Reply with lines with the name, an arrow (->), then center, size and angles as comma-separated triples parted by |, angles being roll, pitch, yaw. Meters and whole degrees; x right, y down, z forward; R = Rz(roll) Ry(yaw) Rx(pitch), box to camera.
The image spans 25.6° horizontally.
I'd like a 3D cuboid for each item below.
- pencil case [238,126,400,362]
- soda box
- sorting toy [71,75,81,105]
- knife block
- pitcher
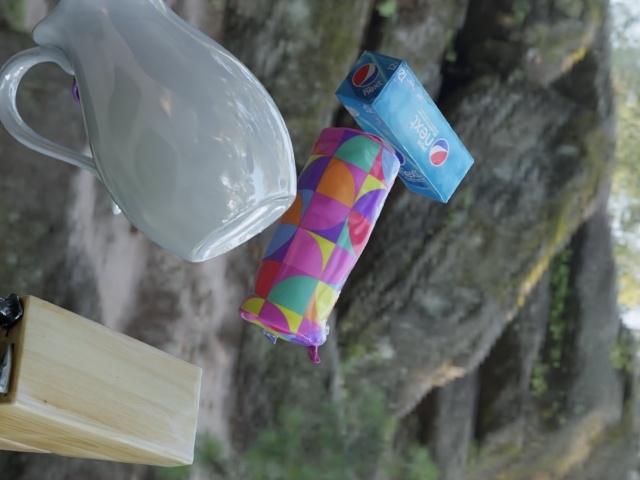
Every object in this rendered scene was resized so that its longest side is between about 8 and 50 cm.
pencil case -> 0.000, 0.000, 1.459 | 0.236, 0.104, 0.104 | -66, -165, -10
soda box -> 0.105, -0.138, 1.726 | 0.067, 0.210, 0.071 | 22, -108, 43
sorting toy -> -0.185, -0.135, 1.224 | 0.042, 0.102, 0.061 | -41, 125, -53
knife block -> -0.220, 0.097, 1.077 | 0.242, 0.276, 0.088 | 120, -24, -68
pitcher -> -0.124, -0.078, 0.961 | 0.178, 0.125, 0.207 | -39, -101, 27
